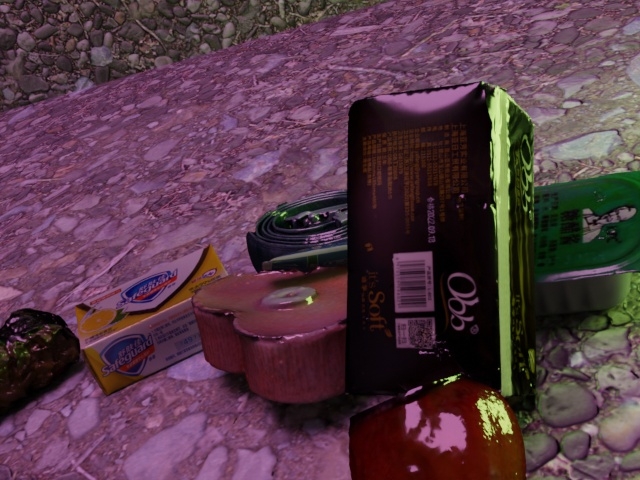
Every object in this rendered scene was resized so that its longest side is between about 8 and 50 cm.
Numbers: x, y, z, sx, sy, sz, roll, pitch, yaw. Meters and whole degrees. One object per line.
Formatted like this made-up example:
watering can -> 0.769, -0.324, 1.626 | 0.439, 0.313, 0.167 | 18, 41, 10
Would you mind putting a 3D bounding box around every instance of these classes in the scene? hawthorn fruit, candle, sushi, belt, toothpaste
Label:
hawthorn fruit -> 0.122, 0.254, 0.858 | 0.189, 0.190, 0.252 | -14, 51, 11
candle -> -0.023, 0.123, 1.258 | 0.287, 0.132, 0.316 | -22, 22, -32
sushi -> -0.512, 0.194, 1.433 | 0.212, 0.147, 0.115 | -30, 28, -26
belt -> 0.000, 0.000, 1.476 | 0.267, 0.116, 0.206 | -7, 27, 18
toothpaste -> 0.007, 0.021, 1.308 | 0.197, 0.035, 0.057 | -11, -9, -6

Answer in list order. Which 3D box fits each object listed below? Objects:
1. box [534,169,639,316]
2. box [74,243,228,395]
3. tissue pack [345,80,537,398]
box -> 0.306, 0.024, 1.236 | 0.336, 0.106, 0.264 | -7, 31, 22
box -> -0.267, 0.127, 1.441 | 0.265, 0.097, 0.168 | -24, 28, -7
tissue pack -> 0.148, 0.016, 1.053 | 0.209, 0.370, 0.198 | -1, -8, 22
